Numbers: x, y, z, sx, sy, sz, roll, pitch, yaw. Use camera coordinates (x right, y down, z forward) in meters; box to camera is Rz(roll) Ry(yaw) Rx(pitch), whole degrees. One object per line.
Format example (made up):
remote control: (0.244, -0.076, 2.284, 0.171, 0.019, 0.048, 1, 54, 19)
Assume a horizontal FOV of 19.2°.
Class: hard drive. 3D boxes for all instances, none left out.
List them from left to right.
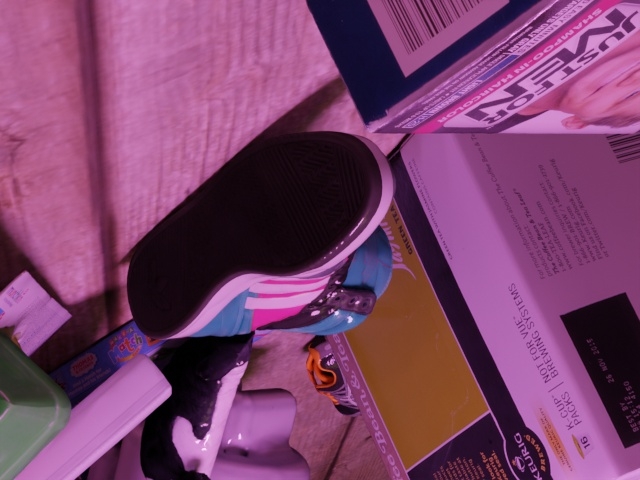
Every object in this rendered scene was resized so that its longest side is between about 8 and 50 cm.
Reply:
hard drive: (-0.288, 0.242, 1.584, 0.353, 0.047, 0.233, -41, 180, -23)

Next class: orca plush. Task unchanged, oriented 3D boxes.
orca plush: (-0.135, 0.150, 1.686, 0.102, 0.151, 0.287, 12, 159, -8)

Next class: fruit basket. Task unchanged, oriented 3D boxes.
fruit basket: (-0.316, 0.151, 1.391, 0.327, 0.165, 0.353, -47, -177, -6)

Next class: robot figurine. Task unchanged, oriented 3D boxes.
robot figurine: (-0.129, 0.315, 1.976, 0.300, 0.353, 0.200, 19, -173, 32)

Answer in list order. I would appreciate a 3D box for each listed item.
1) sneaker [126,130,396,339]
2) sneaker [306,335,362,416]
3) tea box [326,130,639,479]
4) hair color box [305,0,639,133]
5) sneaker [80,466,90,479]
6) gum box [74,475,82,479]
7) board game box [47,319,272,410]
sneaker: (0.000, 0.000, 1.464, 0.178, 0.124, 0.295, -4, 163, -41)
sneaker: (0.023, 0.142, 2.097, 0.083, 0.084, 0.215, -21, 154, -12)
tea box: (0.183, 0.075, 1.619, 0.220, 0.329, 0.323, -16, 164, -31)
hair color box: (0.170, -0.154, 1.246, 0.174, 0.105, 0.347, -34, 163, 34)
sneaker: (-0.236, 0.285, 2.166, 0.229, 0.087, 0.092, -23, 166, 2)
gum box: (-0.354, 0.273, 1.979, 0.107, 0.062, 0.188, -35, 162, 35)
board game box: (-0.141, 0.101, 1.766, 0.211, 0.039, 0.160, -33, 163, 25)
